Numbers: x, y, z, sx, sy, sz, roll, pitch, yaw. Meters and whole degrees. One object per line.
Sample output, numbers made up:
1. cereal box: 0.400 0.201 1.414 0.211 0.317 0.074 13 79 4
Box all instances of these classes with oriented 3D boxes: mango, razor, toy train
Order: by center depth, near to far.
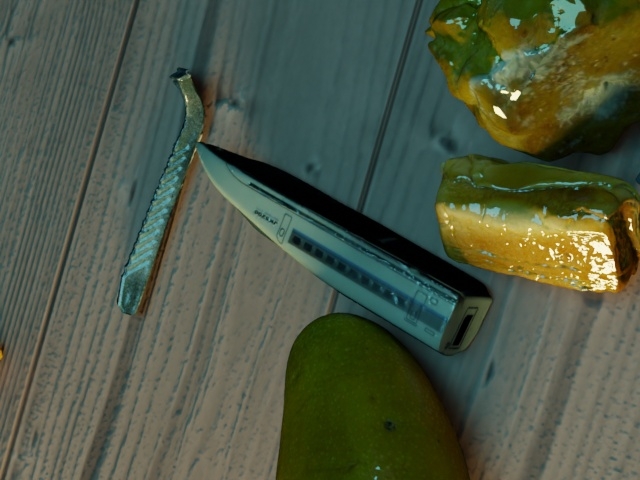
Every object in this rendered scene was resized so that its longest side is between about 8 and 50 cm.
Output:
1. mango: 0.030 0.150 0.882 0.136 0.099 0.227 -26 61 32
2. toy train: 0.000 -0.001 0.946 0.252 0.055 0.048 31 108 31
3. razor: -0.117 -0.035 1.034 0.066 0.033 0.190 -148 73 -76

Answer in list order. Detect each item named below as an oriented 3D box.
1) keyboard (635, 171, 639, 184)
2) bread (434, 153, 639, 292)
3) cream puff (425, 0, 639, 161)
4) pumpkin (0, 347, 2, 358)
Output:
1. keyboard: 0.269 -0.011 0.805 0.176 0.014 0.055 39 104 30
2. bread: 0.134 -0.011 0.851 0.132 0.074 0.053 9 47 35
3. cream puff: 0.141 -0.123 0.839 0.146 0.146 0.116 -44 46 18
4. pumpkin: -0.309 0.086 1.105 0.083 0.074 0.054 39 108 29
